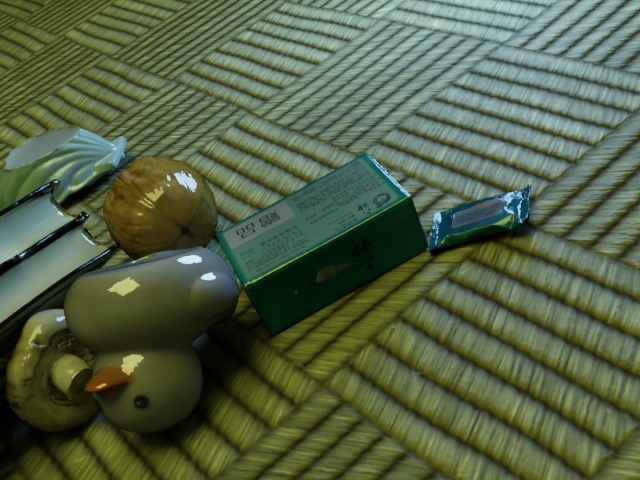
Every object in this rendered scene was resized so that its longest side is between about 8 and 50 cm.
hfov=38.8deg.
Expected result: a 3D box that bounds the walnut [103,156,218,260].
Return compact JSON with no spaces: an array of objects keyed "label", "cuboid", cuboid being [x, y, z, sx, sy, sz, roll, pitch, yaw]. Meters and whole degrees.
[{"label":"walnut","cuboid":[-0.240,-0.043,1.370,0.165,0.165,0.197,-40,38,-20]}]

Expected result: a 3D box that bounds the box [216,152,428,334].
[{"label":"box","cuboid":[0.000,0.000,1.220,0.245,0.092,0.153,-28,34,-5]}]

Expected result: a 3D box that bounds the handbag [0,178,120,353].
[{"label":"handbag","cuboid":[-0.470,0.088,1.224,0.236,0.160,0.358,-47,-1,37]}]

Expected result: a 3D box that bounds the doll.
[{"label":"doll","cuboid":[-0.199,0.122,1.118,0.221,0.221,0.251,-3,12,29]}]

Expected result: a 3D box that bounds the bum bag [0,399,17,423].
[{"label":"bum bag","cuboid":[-0.446,0.239,1.165,0.109,0.026,0.159,-29,-4,-16]}]

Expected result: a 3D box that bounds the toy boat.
[{"label":"toy boat","cuboid":[-0.508,-0.137,1.708,0.290,0.100,0.199,-19,36,13]}]

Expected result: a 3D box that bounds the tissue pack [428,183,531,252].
[{"label":"tissue pack","cuboid":[0.208,-0.026,1.183,0.138,0.028,0.085,-14,33,24]}]

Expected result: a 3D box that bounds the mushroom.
[{"label":"mushroom","cuboid":[-0.331,0.164,1.159,0.123,0.154,0.154,9,48,45]}]
